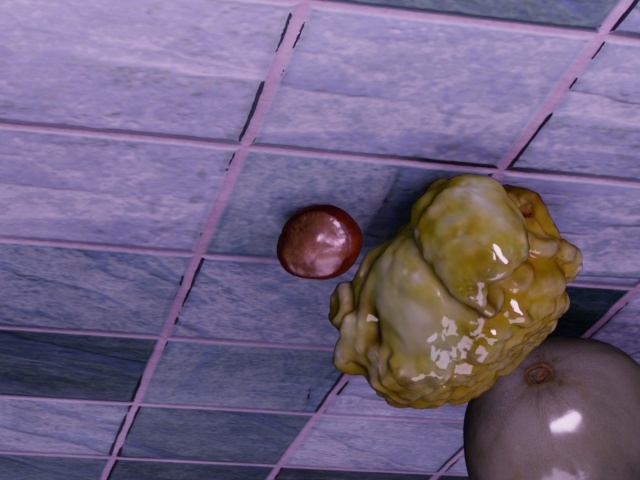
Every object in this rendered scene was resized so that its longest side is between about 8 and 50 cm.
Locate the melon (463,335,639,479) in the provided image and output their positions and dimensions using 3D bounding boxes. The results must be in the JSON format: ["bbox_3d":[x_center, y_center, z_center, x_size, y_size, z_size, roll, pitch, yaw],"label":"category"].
[{"bbox_3d":[0.295,0.244,1.941,0.271,0.272,0.308,-17,159,31],"label":"melon"}]

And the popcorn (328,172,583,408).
[{"bbox_3d":[0.145,0.048,1.592,0.225,0.174,0.286,-14,150,-42],"label":"popcorn"}]

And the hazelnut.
[{"bbox_3d":[0.000,0.000,1.609,0.086,0.086,0.086,-1,156,0],"label":"hazelnut"}]
